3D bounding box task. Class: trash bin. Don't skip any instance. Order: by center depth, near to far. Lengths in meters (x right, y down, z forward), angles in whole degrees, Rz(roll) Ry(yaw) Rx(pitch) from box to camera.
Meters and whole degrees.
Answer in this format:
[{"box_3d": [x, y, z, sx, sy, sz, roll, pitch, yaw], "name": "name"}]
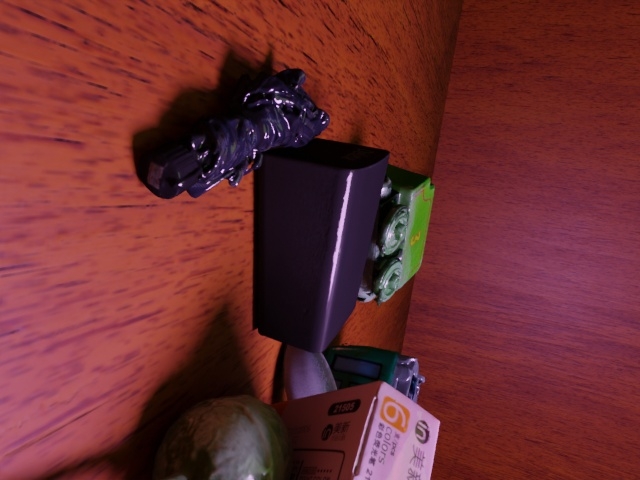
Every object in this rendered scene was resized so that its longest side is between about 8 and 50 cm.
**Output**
[{"box_3d": [0.000, 0.000, 0.559, 0.165, 0.115, 0.225, -39, 139, -63], "name": "trash bin"}]

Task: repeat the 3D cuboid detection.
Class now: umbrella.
[{"box_3d": [-0.062, -0.099, 0.388, 0.080, 0.071, 0.224, 55, 39, -9], "name": "umbrella"}]

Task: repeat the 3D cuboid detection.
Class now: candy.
[{"box_3d": [-0.147, 0.172, 0.265, 0.440, 0.119, 0.119, 24, 77, -64], "name": "candy"}]

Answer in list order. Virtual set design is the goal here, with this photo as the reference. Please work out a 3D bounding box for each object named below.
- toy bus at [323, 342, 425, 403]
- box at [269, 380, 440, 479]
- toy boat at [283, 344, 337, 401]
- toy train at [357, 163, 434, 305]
[{"box_3d": [0.054, 0.361, 0.788, 0.183, 0.199, 0.343, 71, 34, -53], "name": "toy bus"}, {"box_3d": [-0.020, 0.276, 0.456, 0.274, 0.091, 0.221, -36, -158, 46], "name": "box"}, {"box_3d": [-0.001, 0.260, 0.660, 0.085, 0.078, 0.260, -2, 75, -78], "name": "toy boat"}, {"box_3d": [0.109, -0.014, 0.783, 0.188, 0.132, 0.243, -36, 139, -40], "name": "toy train"}]
